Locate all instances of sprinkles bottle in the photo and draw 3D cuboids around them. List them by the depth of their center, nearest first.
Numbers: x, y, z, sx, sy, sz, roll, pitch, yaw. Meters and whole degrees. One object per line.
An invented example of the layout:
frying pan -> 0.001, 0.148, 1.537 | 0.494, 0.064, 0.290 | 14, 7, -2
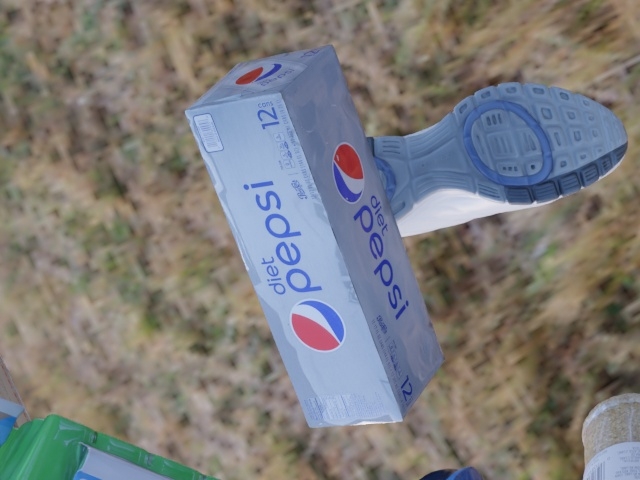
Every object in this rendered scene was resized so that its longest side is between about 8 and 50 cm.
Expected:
sprinkles bottle -> 0.346, 0.321, 2.145 | 0.121, 0.355, 0.121 | 4, 126, 5

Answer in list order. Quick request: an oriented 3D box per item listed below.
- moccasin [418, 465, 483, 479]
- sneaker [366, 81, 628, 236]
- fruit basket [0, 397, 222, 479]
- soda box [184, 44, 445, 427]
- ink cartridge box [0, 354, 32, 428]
moccasin -> 0.029, 0.250, 1.175 | 0.117, 0.342, 0.137 | -18, 109, 25
sneaker -> 0.129, -0.066, 1.752 | 0.297, 0.129, 0.111 | -11, 81, 17
fruit basket -> -0.196, 0.331, 1.571 | 0.327, 0.353, 0.165 | 26, 151, -22
soda box -> 0.000, 0.000, 1.525 | 0.091, 0.098, 0.286 | -8, 114, 31
ink cartridge box -> -0.362, 0.110, 1.754 | 0.198, 0.115, 0.273 | 62, 177, 17
